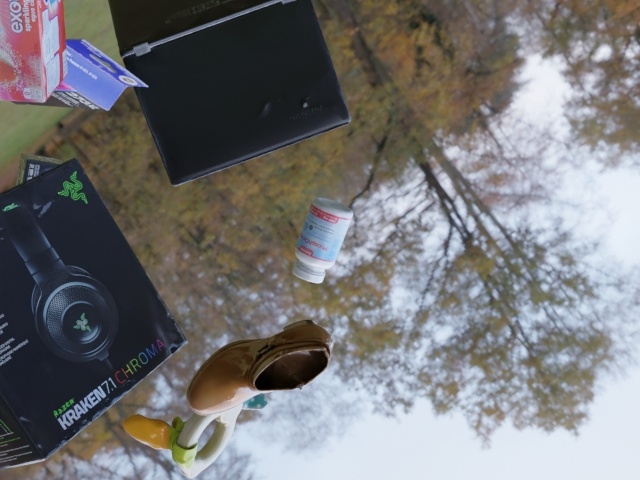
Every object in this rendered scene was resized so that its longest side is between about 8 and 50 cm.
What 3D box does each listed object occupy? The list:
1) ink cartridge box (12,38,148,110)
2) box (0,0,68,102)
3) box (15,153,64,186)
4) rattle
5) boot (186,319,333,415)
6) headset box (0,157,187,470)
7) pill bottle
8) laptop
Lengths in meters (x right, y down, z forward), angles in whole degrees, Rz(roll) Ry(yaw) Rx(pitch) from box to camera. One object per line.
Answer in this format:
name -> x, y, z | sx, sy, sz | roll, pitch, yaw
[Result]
ink cartridge box -> -0.522, -0.316, 1.580 | 0.371, 0.176, 0.069 | 6, -106, 33
box -> -0.400, -0.316, 1.049 | 0.123, 0.256, 0.128 | 3, -152, -4
box -> -0.524, -0.080, 1.544 | 0.180, 0.078, 0.147 | -159, -101, -66
rattle -> -0.192, 0.272, 1.349 | 0.143, 0.130, 0.199 | 13, -126, 39
boot -> -0.075, 0.156, 0.966 | 0.197, 0.073, 0.152 | -33, -173, 0
headset box -> -0.333, 0.071, 0.953 | 0.131, 0.283, 0.246 | -22, -168, 39
pill bottle -> 0.000, 0.000, 1.673 | 0.087, 0.087, 0.160 | -105, -146, -74
laptop -> -0.195, -0.381, 1.699 | 0.382, 0.236, 0.408 | -20, -133, -3
